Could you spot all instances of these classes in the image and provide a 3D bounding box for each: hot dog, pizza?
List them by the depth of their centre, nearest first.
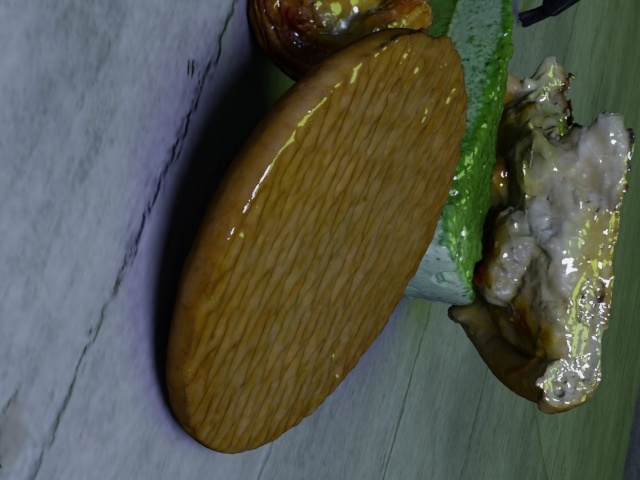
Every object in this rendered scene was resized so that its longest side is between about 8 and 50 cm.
[{"bbox_3d":[0.015,-0.141,0.834,0.065,0.099,0.147,-53,177,34],"label":"hot dog"},{"bbox_3d":[0.140,-0.017,1.050,0.323,0.089,0.223,-113,-147,-63],"label":"pizza"}]

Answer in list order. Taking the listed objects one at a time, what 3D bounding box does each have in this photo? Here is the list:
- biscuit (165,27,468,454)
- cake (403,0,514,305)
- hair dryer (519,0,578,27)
[{"bbox_3d":[0.000,-0.001,0.787,0.262,0.037,0.262,-44,151,-33],"label":"biscuit"},{"bbox_3d":[0.070,-0.083,0.974,0.099,0.100,0.235,43,56,-67],"label":"cake"},{"bbox_3d":[0.222,-0.247,1.366,0.219,0.196,0.075,132,-52,-71],"label":"hair dryer"}]
